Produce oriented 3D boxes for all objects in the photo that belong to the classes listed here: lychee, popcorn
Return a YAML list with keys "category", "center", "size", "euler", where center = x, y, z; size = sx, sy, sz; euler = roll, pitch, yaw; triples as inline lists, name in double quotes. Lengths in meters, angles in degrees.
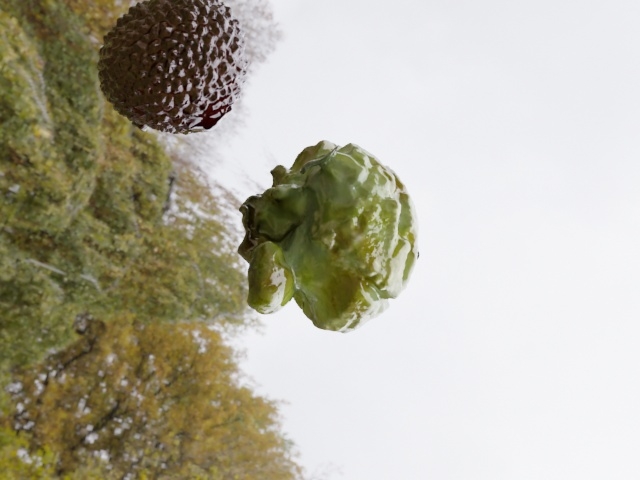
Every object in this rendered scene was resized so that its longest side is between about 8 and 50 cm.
- category: "lychee"
  center: [-0.121, -0.149, 0.644]
  size: [0.129, 0.123, 0.123]
  euler: [-49, -143, -2]
- category: "popcorn"
  center: [0.000, 0.000, 0.748]
  size: [0.198, 0.212, 0.198]
  euler: [38, -40, 41]
